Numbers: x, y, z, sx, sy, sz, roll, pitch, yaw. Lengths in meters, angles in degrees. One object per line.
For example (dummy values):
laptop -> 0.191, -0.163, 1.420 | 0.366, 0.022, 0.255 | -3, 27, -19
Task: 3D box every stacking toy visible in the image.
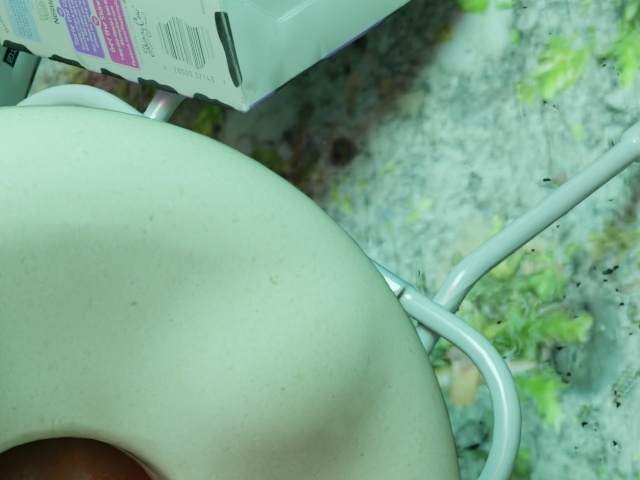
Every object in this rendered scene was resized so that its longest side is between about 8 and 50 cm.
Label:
stacking toy -> -0.188, 0.105, 0.884 | 0.480, 0.350, 0.351 | 14, 76, 62

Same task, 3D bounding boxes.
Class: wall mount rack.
wall mount rack -> 0.000, 0.000, 0.989 | 0.350, 0.130, 0.304 | 34, 92, 29

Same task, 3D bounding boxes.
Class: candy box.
candy box -> -0.057, -0.150, 1.022 | 0.196, 0.070, 0.165 | 17, 42, 41

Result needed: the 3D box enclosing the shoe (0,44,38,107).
shoe -> -0.218, -0.109, 1.155 | 0.081, 0.063, 0.178 | 14, 74, 29
